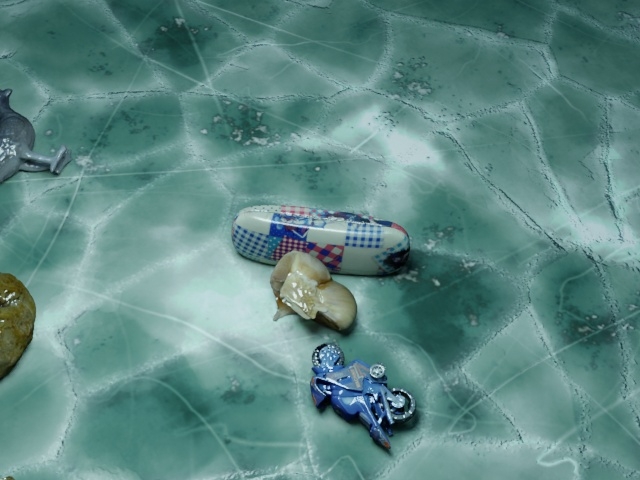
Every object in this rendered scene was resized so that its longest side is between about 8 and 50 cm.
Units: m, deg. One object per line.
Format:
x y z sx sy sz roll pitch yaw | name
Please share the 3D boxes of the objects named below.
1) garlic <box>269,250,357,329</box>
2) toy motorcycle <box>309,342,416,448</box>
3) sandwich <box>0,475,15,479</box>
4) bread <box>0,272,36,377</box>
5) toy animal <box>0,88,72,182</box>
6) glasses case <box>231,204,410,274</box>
-0.015 0.098 1.848 0.174 0.099 0.124 38 60 6 | garlic
0.057 0.254 1.737 0.205 0.076 0.114 32 63 19 | toy motorcycle
-0.476 0.504 1.470 0.249 0.095 0.273 -32 59 -23 | sandwich
-0.598 0.136 1.758 0.230 0.123 0.230 1 51 -1 | bread
-0.594 -0.165 2.044 0.205 0.081 0.367 3 57 -7 | toy animal
0.000 0.000 1.910 0.327 0.125 0.076 6 49 1 | glasses case
